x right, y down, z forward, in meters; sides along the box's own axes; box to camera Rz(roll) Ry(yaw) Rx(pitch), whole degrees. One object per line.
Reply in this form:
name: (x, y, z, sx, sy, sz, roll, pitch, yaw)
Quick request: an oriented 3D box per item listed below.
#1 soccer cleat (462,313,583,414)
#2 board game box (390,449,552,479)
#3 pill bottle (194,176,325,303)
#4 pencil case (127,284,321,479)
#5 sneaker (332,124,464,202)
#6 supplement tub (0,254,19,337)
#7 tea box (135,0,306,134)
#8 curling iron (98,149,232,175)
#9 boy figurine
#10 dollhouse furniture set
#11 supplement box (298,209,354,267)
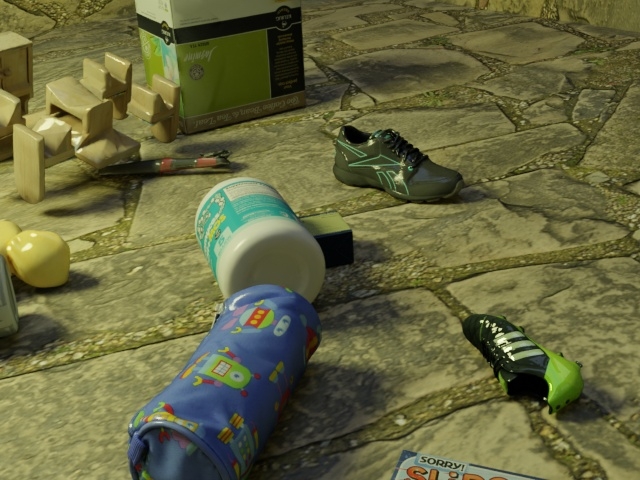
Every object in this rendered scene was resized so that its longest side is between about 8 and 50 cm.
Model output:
soccer cleat: (0.224, 0.141, 0.957, 0.072, 0.060, 0.179, -33, 37, -24)
board game box: (0.153, 0.265, 0.736, 0.201, 0.035, 0.136, 7, 28, 19)
pill bottle: (-0.099, -0.001, 1.178, 0.146, 0.146, 0.264, -11, 27, -15)
pencil case: (-0.099, 0.158, 0.883, 0.133, 0.119, 0.306, 26, 31, 4)
sneaker: (0.134, -0.141, 1.477, 0.267, 0.106, 0.101, 15, 31, 30)
supplement tub: (-0.509, 0.089, 1.077, 0.190, 0.117, 0.117, -12, 28, -17)
tea box: (-0.231, -0.458, 1.908, 0.329, 0.324, 0.220, -18, 31, -29)
curling iron: (-0.309, -0.148, 1.628, 0.273, 0.035, 0.068, -8, 5, 2)
boy figurine: (-0.517, 0.024, 1.239, 0.285, 0.092, 0.177, -2, 26, 1)
dollhouse furniture set: (-0.550, -0.219, 1.637, 0.394, 0.257, 0.362, 28, 38, 21)
supplement box: (0.000, 0.000, 1.262, 0.083, 0.056, 0.083, -10, 28, -14)
